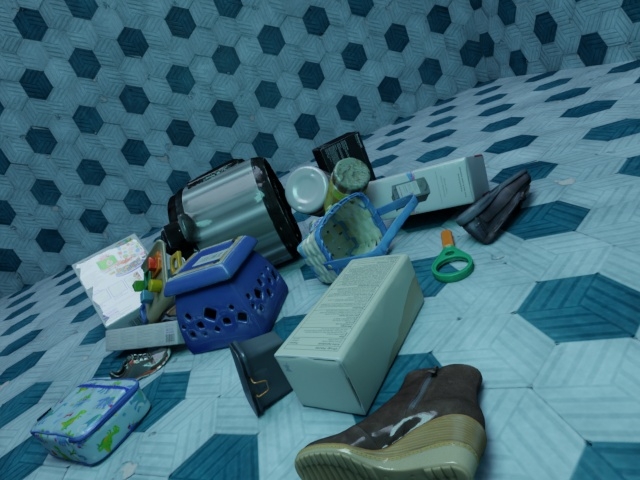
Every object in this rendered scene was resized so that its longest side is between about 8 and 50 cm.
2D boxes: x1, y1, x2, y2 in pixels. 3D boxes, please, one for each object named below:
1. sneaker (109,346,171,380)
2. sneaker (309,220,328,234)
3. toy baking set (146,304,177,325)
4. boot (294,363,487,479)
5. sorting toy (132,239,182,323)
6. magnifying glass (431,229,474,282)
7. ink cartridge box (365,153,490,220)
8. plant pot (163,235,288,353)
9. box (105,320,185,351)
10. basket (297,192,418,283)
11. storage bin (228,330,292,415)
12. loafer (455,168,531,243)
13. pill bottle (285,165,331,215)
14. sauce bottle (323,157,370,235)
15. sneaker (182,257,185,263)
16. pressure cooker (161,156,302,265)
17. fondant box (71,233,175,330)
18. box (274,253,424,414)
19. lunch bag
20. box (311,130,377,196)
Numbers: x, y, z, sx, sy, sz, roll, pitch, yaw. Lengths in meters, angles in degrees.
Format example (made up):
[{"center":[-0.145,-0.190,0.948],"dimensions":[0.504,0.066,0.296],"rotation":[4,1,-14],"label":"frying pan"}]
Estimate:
[{"center":[-0.466,0.318,1.061],"dimensions":[0.158,0.064,0.061],"rotation":[-34,22,-25],"label":"sneaker"},{"center":[0.000,0.000,1.389],"dimensions":[0.051,0.070,0.134],"rotation":[-19,48,-11],"label":"sneaker"},{"center":[-0.464,0.250,1.281],"dimensions":[0.197,0.030,0.256],"rotation":[-20,20,11],"label":"toy baking set"},{"center":[0.106,0.261,0.580],"dimensions":[0.249,0.090,0.207],"rotation":[-16,9,25],"label":"boot"},{"center":[-0.500,0.121,1.218],"dimensions":[0.047,0.195,0.348],"rotation":[4,-35,-41],"label":"sorting toy"},{"center":[0.311,0.032,0.984],"dimensions":[0.092,0.026,0.231],"rotation":[-17,23,19],"label":"magnifying glass"},{"center":[0.319,-0.157,1.227],"dimensions":[0.307,0.131,0.226],"rotation":[-12,7,35],"label":"ink cartridge box"},{"center":[-0.250,0.129,1.087],"dimensions":[0.236,0.211,0.236],"rotation":[-17,20,19],"label":"plant pot"},{"center":[-0.488,0.272,1.165],"dimensions":[0.325,0.067,0.063],"rotation":[-14,-15,30],"label":"box"},{"center":[0.093,-0.007,1.056],"dimensions":[0.289,0.201,0.254],"rotation":[-15,24,45],"label":"basket"},{"center":[-0.103,0.241,0.766],"dimensions":[0.091,0.135,0.098],"rotation":[-21,17,-22],"label":"storage bin"},{"center":[0.461,-0.086,1.053],"dimensions":[0.303,0.095,0.109],"rotation":[-31,-10,-32],"label":"loafer"},{"center":[0.009,-0.161,1.466],"dimensions":[0.162,0.161,0.283],"rotation":[-15,-9,23],"label":"pill bottle"},{"center":[0.067,-0.113,1.268],"dimensions":[0.112,0.111,0.344],"rotation":[-31,-18,-18],"label":"sauce bottle"},{"center":[-0.519,0.099,1.638],"dimensions":[0.080,0.094,0.212],"rotation":[-27,20,-13],"label":"sneaker"},{"center":[-0.304,-0.044,1.365],"dimensions":[0.421,0.369,0.375],"rotation":[-23,40,4],"label":"pressure cooker"},{"center":[-0.688,0.152,1.452],"dimensions":[0.238,0.096,0.330],"rotation":[-33,57,-24],"label":"fondant box"},{"center":[0.070,0.159,0.779],"dimensions":[0.148,0.121,0.311],"rotation":[-7,25,38],"label":"box"},{"center":[-0.497,0.383,0.901],"dimensions":[0.219,0.090,0.176],"rotation":[-10,21,32],"label":"lunch bag"},{"center":[0.106,-0.285,1.667],"dimensions":[0.185,0.261,0.103],"rotation":[-29,20,-14],"label":"box"}]
